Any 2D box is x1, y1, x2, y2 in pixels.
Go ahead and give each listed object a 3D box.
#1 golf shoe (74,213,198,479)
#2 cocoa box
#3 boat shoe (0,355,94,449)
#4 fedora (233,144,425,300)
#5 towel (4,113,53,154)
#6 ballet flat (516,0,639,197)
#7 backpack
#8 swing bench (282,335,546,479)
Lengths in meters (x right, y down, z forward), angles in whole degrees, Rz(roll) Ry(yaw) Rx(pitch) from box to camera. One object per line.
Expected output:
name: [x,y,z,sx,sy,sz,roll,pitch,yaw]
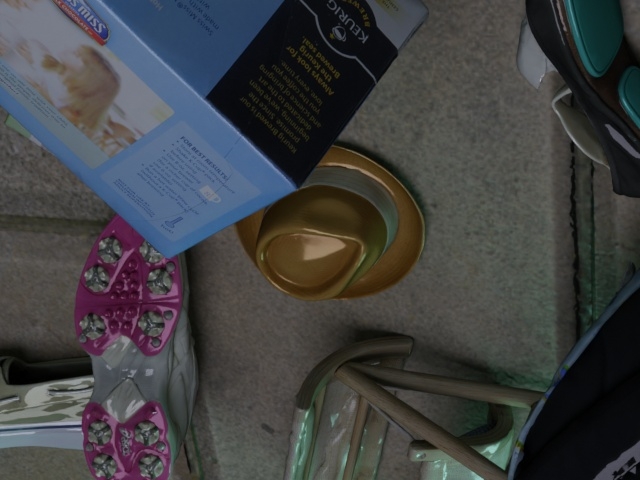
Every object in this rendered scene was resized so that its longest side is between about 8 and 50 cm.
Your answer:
golf shoe: [-0.180,0.102,1.645,0.115,0.140,0.306,10,107,14]
cocoa box: [-0.139,-0.197,1.292,0.347,0.228,0.231,44,147,-14]
boat shoe: [-0.341,0.172,1.767,0.302,0.109,0.094,-2,109,10]
fedora: [0.000,0.000,1.521,0.194,0.079,0.194,9,127,12]
towel: [-0.226,-0.108,1.557,0.152,0.023,0.113,32,128,-5]
ballet flat: [0.221,-0.140,1.337,0.096,0.095,0.280,-11,121,40]
backpack: [0.330,0.166,1.378,0.290,0.355,0.273,42,175,15]
swing bench: [0.092,0.250,1.624,0.255,0.165,0.253,20,130,11]
